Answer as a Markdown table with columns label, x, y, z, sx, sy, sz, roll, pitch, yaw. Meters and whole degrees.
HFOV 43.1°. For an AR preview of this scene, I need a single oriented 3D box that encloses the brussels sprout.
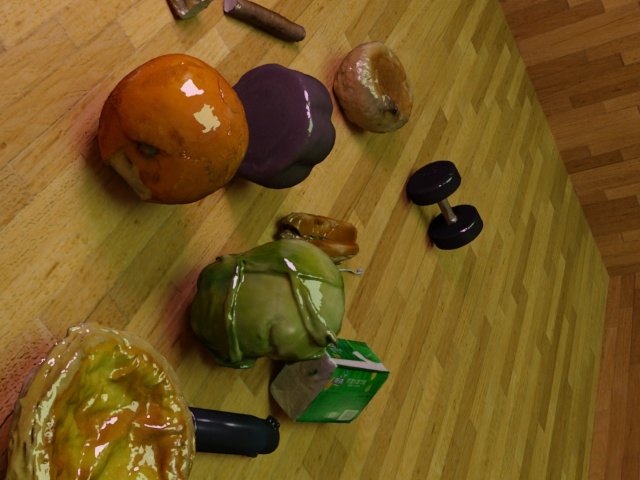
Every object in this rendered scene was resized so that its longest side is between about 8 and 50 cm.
| label | x | y | z | sx | sy | sz | roll | pitch | yaw |
| --- | --- | --- | --- | --- | --- | --- | --- | --- | --- |
| brussels sprout | -0.088 | 0.112 | 1.411 | 0.294 | 0.259 | 0.227 | -55 | 144 | -78 |

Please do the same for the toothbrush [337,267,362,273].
| label | x | y | z | sx | sy | sz | roll | pitch | yaw |
| --- | --- | --- | --- | --- | --- | --- | --- | --- | --- |
| toothbrush | 0.065 | 0.071 | 1.892 | 0.131 | 0.011 | 0.013 | 6 | 86 | -57 |

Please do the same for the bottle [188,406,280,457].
| label | x | y | z | sx | sy | sz | roll | pitch | yaw |
| --- | --- | --- | --- | --- | --- | --- | --- | --- | --- |
| bottle | -0.162 | 0.332 | 1.388 | 0.244 | 0.072 | 0.082 | 23 | 97 | -52 |

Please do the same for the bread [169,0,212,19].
| label | x | y | z | sx | sy | sz | roll | pitch | yaw |
| --- | --- | --- | --- | --- | --- | --- | --- | --- | --- |
| bread | -0.248 | -0.473 | 1.546 | 0.070 | 0.077 | 0.083 | 59 | 35 | -6 |

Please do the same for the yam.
| label | x | y | z | sx | sy | sz | roll | pitch | yaw |
| --- | --- | --- | --- | --- | --- | --- | --- | --- | --- |
| yam | -0.115 | -0.484 | 1.781 | 0.264 | 0.046 | 0.046 | 5 | 75 | -55 |

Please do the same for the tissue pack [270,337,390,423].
| label | x | y | z | sx | sy | sz | roll | pitch | yaw |
| --- | --- | --- | --- | --- | --- | --- | --- | --- | --- |
| tissue pack | 0.006 | 0.262 | 1.620 | 0.209 | 0.148 | 0.156 | 18 | 24 | -53 |

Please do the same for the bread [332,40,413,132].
| label | x | y | z | sx | sy | sz | roll | pitch | yaw |
| --- | --- | --- | --- | --- | --- | --- | --- | --- | --- |
| bread | 0.129 | -0.380 | 2.046 | 0.244 | 0.134 | 0.244 | 20 | 65 | -51 |

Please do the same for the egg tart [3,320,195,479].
| label | x | y | z | sx | sy | sz | roll | pitch | yaw |
| --- | --- | --- | --- | --- | --- | --- | --- | --- | --- |
| egg tart | -0.313 | 0.287 | 1.110 | 0.341 | 0.132 | 0.341 | 24 | 60 | -53 |

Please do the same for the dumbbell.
| label | x | y | z | sx | sy | sz | roll | pitch | yaw |
| --- | --- | --- | --- | --- | --- | --- | --- | --- | --- |
| dumbbell | 0.347 | -0.098 | 2.266 | 0.218 | 0.152 | 0.152 | 58 | 36 | -26 |

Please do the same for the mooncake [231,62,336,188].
| label | x | y | z | sx | sy | sz | roll | pitch | yaw |
| --- | --- | --- | --- | --- | --- | --- | --- | --- | --- |
| mooncake | -0.085 | -0.218 | 1.563 | 0.133 | 0.245 | 0.245 | 11 | 70 | -59 |

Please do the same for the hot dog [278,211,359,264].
| label | x | y | z | sx | sy | sz | roll | pitch | yaw |
| --- | --- | --- | --- | --- | --- | --- | --- | --- | --- |
| hot dog | 0.000 | 0.000 | 1.763 | 0.269 | 0.072 | 0.109 | 10 | 72 | -54 |

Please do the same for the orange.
| label | x | y | z | sx | sy | sz | roll | pitch | yaw |
| --- | --- | --- | --- | --- | --- | --- | --- | --- | --- |
| orange | -0.234 | -0.173 | 1.301 | 0.240 | 0.240 | 0.240 | 27 | 57 | -51 |
